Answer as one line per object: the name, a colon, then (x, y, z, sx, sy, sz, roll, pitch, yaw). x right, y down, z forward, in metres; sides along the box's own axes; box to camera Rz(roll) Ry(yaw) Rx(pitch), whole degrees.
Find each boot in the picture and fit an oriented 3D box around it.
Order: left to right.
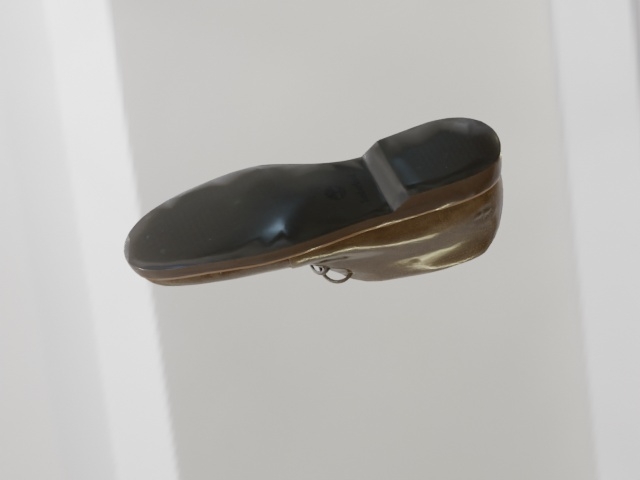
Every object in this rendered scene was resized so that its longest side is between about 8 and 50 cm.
boot: (0.000, 0.000, 1.275, 0.305, 0.112, 0.115, -13, -46, -2)
